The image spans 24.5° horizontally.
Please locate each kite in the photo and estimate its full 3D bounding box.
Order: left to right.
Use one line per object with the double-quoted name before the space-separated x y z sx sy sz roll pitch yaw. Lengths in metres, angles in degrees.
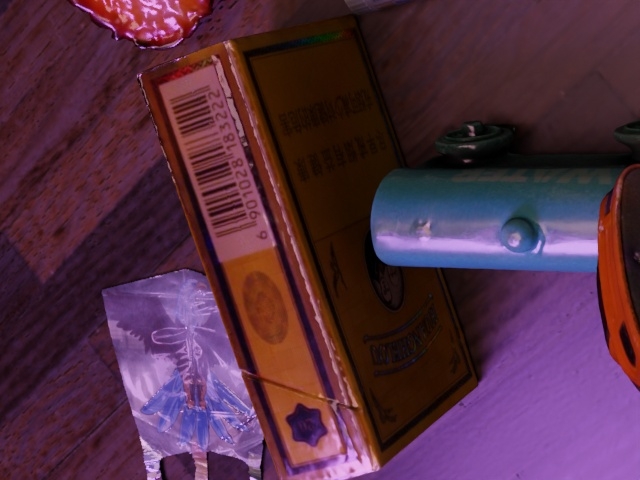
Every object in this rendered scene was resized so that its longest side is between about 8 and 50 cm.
"kite" -0.093 0.175 1.244 0.169 0.015 0.310 -5 99 28

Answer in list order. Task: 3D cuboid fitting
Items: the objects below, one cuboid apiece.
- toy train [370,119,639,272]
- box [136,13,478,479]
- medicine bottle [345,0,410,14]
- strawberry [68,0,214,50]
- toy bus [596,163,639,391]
"toy train" 0.153 -0.024 0.986 0.248 0.159 0.101 0 108 26
"box" 0.000 0.000 1.048 0.084 0.193 0.301 -17 95 30
"medicine bottle" 0.058 -0.193 1.054 0.083 0.047 0.047 -12 97 30
"strawberry" -0.154 -0.267 1.124 0.190 0.111 0.236 -18 117 19
"toy bus" 0.301 0.063 0.845 0.329 0.143 0.153 10 143 -13
